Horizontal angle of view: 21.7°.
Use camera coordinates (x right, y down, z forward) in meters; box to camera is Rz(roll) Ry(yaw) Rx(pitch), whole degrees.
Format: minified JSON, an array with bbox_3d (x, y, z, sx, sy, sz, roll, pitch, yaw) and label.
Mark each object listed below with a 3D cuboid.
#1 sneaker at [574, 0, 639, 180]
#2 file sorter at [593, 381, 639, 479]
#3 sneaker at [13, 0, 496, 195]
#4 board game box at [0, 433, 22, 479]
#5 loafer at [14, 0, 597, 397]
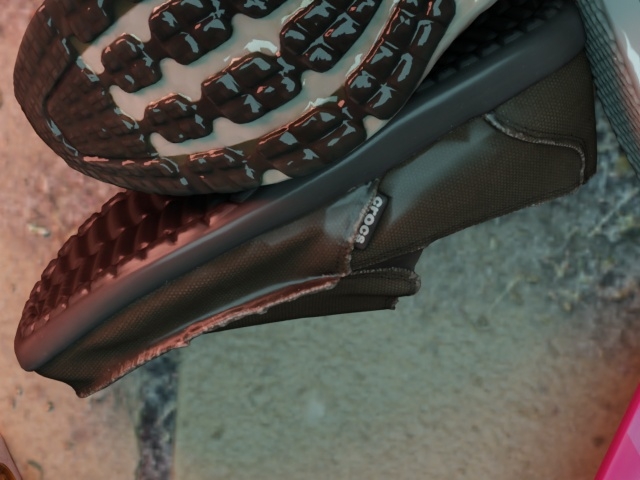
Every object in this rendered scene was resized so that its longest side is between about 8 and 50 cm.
[{"bbox_3d":[0.257,-0.064,0.932,0.161,0.102,0.282,-31,107,2],"label":"sneaker"},{"bbox_3d":[0.272,0.215,0.828,0.290,0.182,0.202,23,100,-2],"label":"file sorter"},{"bbox_3d":[0.027,-0.166,0.874,0.410,0.182,0.158,-31,107,9],"label":"sneaker"},{"bbox_3d":[-0.275,0.324,1.035,0.318,0.066,0.319,-25,99,6],"label":"board game box"},{"bbox_3d":[0.000,0.000,0.927,0.366,0.134,0.130,-28,112,8],"label":"loafer"}]
